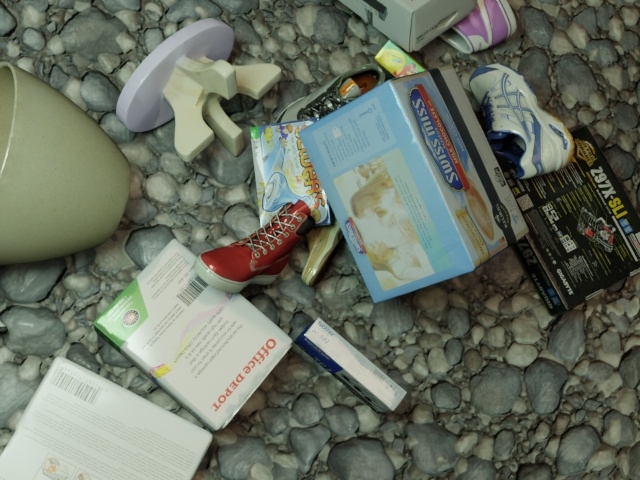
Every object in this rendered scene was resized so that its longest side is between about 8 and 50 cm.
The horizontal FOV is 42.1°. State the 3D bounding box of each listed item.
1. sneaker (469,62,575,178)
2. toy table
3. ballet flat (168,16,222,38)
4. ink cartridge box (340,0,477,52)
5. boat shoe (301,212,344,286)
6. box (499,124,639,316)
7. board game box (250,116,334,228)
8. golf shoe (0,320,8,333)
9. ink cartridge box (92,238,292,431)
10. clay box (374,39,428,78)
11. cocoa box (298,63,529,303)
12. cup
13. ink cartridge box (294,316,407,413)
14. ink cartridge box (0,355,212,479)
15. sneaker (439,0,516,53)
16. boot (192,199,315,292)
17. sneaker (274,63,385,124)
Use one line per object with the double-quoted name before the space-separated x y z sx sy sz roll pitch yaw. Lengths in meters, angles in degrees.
"sneaker" 0.369 -0.243 1.652 0.131 0.112 0.296 -23 53 -16
"toy table" -0.214 -0.266 1.515 0.161 0.252 0.274 38 80 17
"ballet flat" -0.240 -0.405 1.637 0.114 0.041 0.041 -24 82 -17
"ink cartridge box" 0.159 -0.531 1.674 0.197 0.114 0.273 -38 64 -19
"boat shoe" 0.000 0.000 1.575 0.072 0.068 0.190 25 61 7
"box" 0.505 -0.043 1.691 0.257 0.079 0.322 -25 82 -20
"board game box" -0.053 -0.120 1.553 0.136 0.035 0.201 -8 87 13
"golf shoe" -0.599 0.196 1.373 0.086 0.067 0.186 32 71 -4
"ink cartridge box" -0.220 0.168 1.442 0.278 0.117 0.201 41 70 1
"clay box" 0.211 -0.310 1.665 0.222 0.127 0.053 39 104 0
"cocoa box" 0.165 -0.102 1.482 0.228 0.231 0.347 -25 91 -50
"cup" -0.459 -0.098 1.382 0.237 0.331 0.331 18 70 -36
"ink cartridge box" 0.052 0.228 1.501 0.207 0.097 0.046 41 70 -1
"ink cartridge box" -0.370 0.375 1.379 0.296 0.066 0.261 29 71 -4
"sneaker" 0.284 -0.529 1.760 0.161 0.102 0.282 -28 83 -15
"boot" -0.104 -0.002 1.426 0.088 0.244 0.176 45 110 16
"sneaker" 0.016 -0.265 1.621 0.271 0.108 0.100 -38 88 -16
